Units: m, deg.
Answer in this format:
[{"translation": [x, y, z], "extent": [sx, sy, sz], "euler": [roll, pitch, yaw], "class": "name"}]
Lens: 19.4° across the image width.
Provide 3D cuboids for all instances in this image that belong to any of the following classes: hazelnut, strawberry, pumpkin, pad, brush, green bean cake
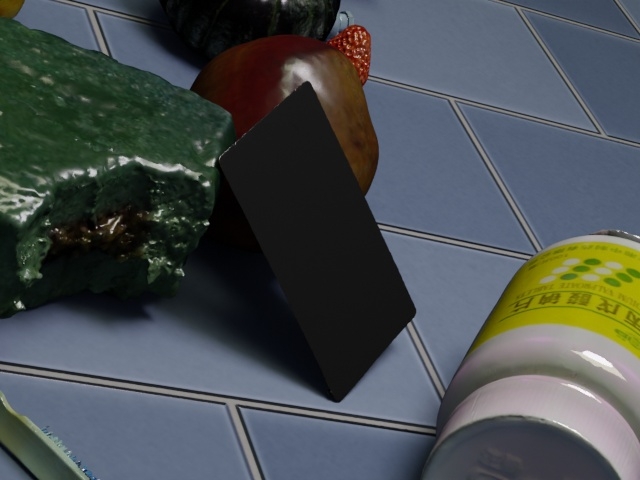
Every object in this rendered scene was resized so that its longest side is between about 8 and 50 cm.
[{"translation": [-0.053, -0.088, 1.866], "extent": [0.229, 0.229, 0.229], "euler": [21, 30, -13], "class": "hazelnut"}, {"translation": [0.034, -0.220, 2.261], "extent": [0.073, 0.083, 0.073], "euler": [35, 16, -12], "class": "strawberry"}, {"translation": [-0.082, -0.296, 2.183], "extent": [0.220, 0.162, 0.220], "euler": [14, 51, -18], "class": "pumpkin"}, {"translation": [0.000, 0.000, 1.750], "extent": [0.159, 0.009, 0.265], "euler": [-44, 117, -43], "class": "pad"}, {"translation": [-0.240, 0.148, 1.488], "extent": [0.178, 0.033, 0.030], "euler": [40, 25, 20], "class": "brush"}, {"translation": [-0.250, -0.042, 1.646], "extent": [0.300, 0.169, 0.308], "euler": [23, 30, -6], "class": "green bean cake"}]

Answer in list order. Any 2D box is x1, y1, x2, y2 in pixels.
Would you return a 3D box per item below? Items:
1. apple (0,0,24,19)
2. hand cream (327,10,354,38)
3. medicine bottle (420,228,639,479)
[{"translation": [-0.380, -0.314, 1.959], "extent": [0.173, 0.160, 0.195], "euler": [21, 54, -22], "class": "apple"}, {"translation": [-0.035, -0.277, 2.325], "extent": [0.171, 0.043, 0.065], "euler": [2, 53, -35], "class": "hand cream"}, {"translation": [0.225, 0.154, 1.696], "extent": [0.213, 0.213, 0.378], "euler": [31, 29, 4], "class": "medicine bottle"}]
